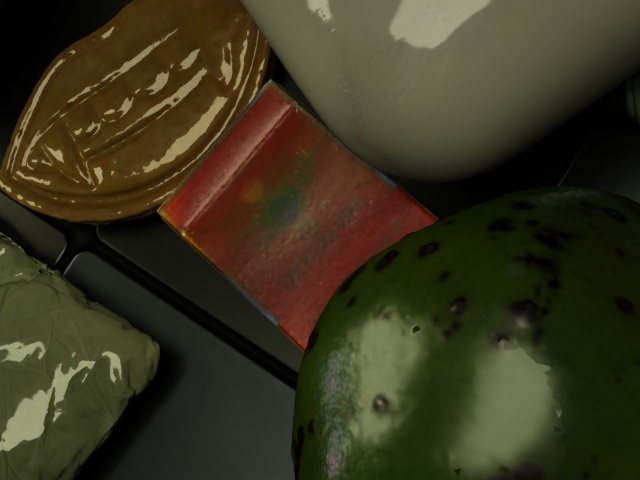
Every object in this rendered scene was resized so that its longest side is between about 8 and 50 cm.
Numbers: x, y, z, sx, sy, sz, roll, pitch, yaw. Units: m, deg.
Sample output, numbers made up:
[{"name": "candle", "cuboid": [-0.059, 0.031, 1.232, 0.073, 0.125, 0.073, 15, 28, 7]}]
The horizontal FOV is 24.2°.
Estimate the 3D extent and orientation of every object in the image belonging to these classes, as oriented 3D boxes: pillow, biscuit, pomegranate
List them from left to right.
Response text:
[{"name": "pillow", "cuboid": [-0.278, 0.103, 0.941, 0.281, 0.076, 0.274, 35, 87, 25]}, {"name": "biscuit", "cuboid": [-0.113, -0.086, 0.961, 0.221, 0.029, 0.142, -31, 66, 9]}, {"name": "pomegranate", "cuboid": [0.093, 0.103, 0.723, 0.270, 0.254, 0.254, -18, 68, 36]}]

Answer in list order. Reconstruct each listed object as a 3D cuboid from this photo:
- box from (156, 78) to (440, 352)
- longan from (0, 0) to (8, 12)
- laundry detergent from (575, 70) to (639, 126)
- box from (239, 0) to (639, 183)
[{"name": "box", "cuboid": [0.000, 0.000, 0.882, 0.175, 0.048, 0.112, 43, 93, 25]}, {"name": "longan", "cuboid": [-0.312, -0.211, 0.971, 0.248, 0.248, 0.248, -6, 73, 19]}, {"name": "laundry detergent", "cuboid": [0.243, -0.085, 0.805, 0.226, 0.070, 0.099, 2, 84, 22]}, {"name": "box", "cuboid": [0.107, -0.216, 0.800, 0.349, 0.141, 0.288, -36, 66, 6]}]
